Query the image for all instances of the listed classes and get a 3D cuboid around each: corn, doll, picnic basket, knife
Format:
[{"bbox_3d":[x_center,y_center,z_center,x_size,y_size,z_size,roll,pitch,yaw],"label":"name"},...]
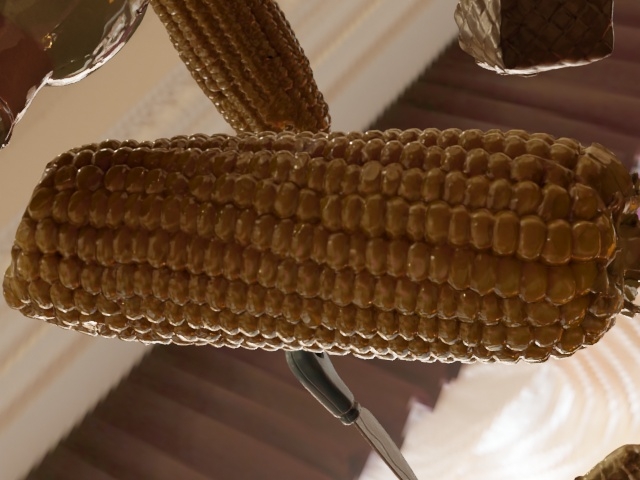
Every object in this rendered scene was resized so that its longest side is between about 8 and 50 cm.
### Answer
[{"bbox_3d":[-0.072,-0.165,1.405,0.097,0.097,0.262,-41,-68,-26],"label":"corn"},{"bbox_3d":[0.000,0.000,1.012,0.144,0.387,0.144,3,-90,-82],"label":"corn"},{"bbox_3d":[-0.176,-0.122,0.991,0.275,0.113,0.155,-40,-14,-26],"label":"doll"},{"bbox_3d":[0.192,-0.222,1.662,0.137,0.178,0.128,-9,-80,-20],"label":"picnic basket"},{"bbox_3d":[0.046,0.187,1.754,0.032,0.058,0.244,-34,-67,15],"label":"knife"}]

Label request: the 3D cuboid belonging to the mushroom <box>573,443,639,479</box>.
[{"bbox_3d":[0.243,0.289,1.093,0.208,0.233,0.302,49,-143,-36],"label":"mushroom"}]
